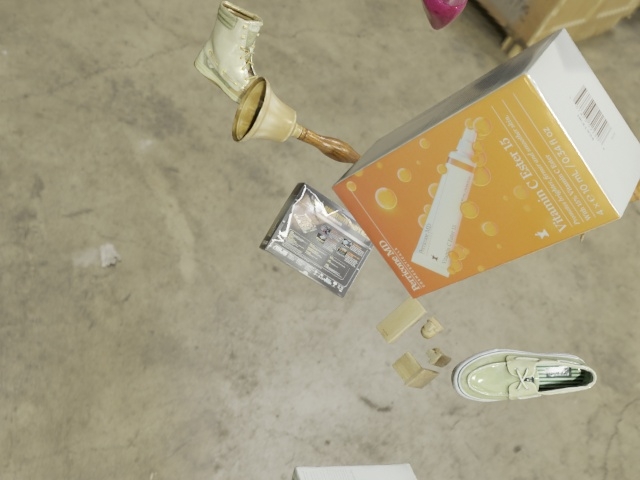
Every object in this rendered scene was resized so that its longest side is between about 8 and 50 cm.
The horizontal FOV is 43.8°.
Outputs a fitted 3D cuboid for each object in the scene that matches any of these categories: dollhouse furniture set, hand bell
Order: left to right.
[{"bbox_3d":[-0.027,-0.196,1.468,0.242,0.126,0.126,21,47,-26],"label":"hand bell"},{"bbox_3d":[0.225,0.237,1.844,0.151,0.144,0.123,52,11,26],"label":"dollhouse furniture set"}]

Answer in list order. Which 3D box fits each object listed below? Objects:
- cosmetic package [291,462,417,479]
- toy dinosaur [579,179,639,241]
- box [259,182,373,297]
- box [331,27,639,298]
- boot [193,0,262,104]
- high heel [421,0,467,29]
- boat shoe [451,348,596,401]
[{"bbox_3d":[0.055,0.531,1.432,0.225,0.224,0.138,2,28,-19],"label":"cosmetic package"},{"bbox_3d":[0.477,-0.083,1.244,0.064,0.211,0.112,-17,83,-59],"label":"toy dinosaur"},{"bbox_3d":[0.000,0.000,1.860,0.231,0.056,0.183,32,82,-19],"label":"box"},{"bbox_3d":[0.224,-0.093,1.094,0.215,0.345,0.168,53,44,-9],"label":"box"},{"bbox_3d":[-0.153,-0.380,1.657,0.213,0.165,0.077,38,32,12],"label":"boot"},{"bbox_3d":[0.200,-0.629,1.651,0.127,0.181,0.377,-11,71,-21],"label":"high heel"},{"bbox_3d":[0.428,0.279,1.669,0.302,0.094,0.109,-5,88,-10],"label":"boat shoe"}]
